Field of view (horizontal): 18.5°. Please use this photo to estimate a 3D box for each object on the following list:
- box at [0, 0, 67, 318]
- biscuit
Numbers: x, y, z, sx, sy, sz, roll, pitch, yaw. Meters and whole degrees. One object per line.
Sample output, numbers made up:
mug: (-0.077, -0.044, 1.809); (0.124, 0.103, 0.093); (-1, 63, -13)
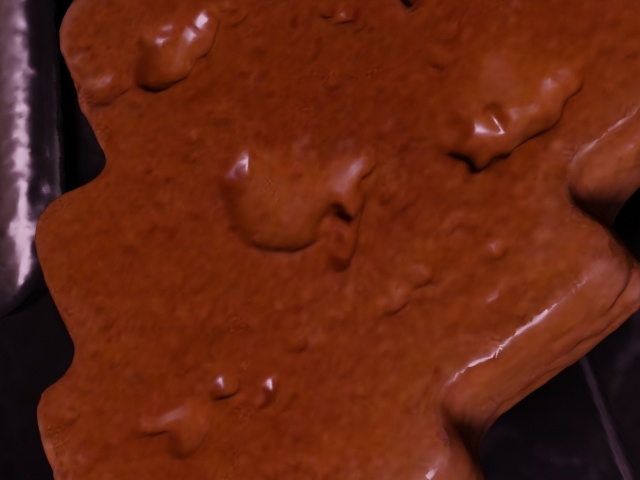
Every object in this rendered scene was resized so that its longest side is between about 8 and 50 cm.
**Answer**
box: (-0.193, -0.057, 0.840); (0.212, 0.042, 0.201); (-2, 95, 35)
biscuit: (0.000, 0.000, 0.636); (0.284, 0.043, 0.306); (6, 68, 36)
